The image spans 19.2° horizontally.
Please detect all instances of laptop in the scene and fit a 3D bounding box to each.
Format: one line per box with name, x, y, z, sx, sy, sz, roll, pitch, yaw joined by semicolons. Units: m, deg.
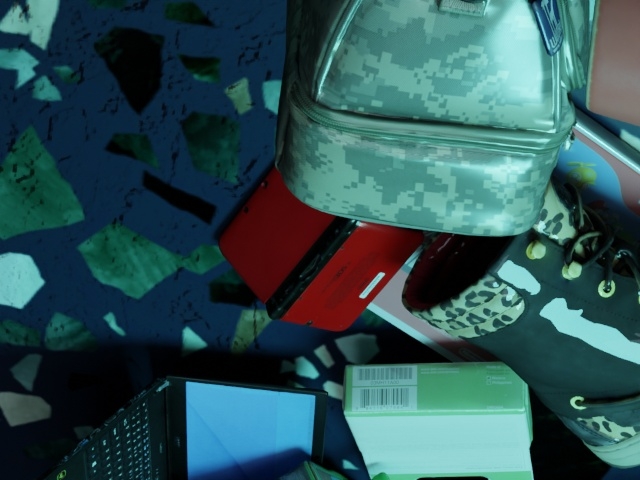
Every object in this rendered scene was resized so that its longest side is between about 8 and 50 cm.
laptop;-0.134;0.251;1.833;0.136;0.264;0.234;36;148;23

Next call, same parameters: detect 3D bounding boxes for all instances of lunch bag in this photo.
lunch bag;0.086;-0.186;1.342;0.212;0.305;0.256;7;133;-3

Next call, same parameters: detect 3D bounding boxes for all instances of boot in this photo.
boot;0.280;0.028;1.606;0.284;0.138;0.377;32;132;-23

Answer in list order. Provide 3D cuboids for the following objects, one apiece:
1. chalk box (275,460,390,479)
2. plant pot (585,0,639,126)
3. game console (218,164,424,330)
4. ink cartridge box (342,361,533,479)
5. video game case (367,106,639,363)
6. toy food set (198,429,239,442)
chalk box;-0.003;0.312;1.872;0.213;0.132;0.132;-34;147;13
plant pot;0.326;-0.175;1.382;0.243;0.275;0.275;7;132;9
game console;0.000;0.000;1.686;0.124;0.085;0.144;13;133;-32
ink cartridge box;0.121;0.184;1.838;0.171;0.056;0.235;-2;156;8
video game case;0.167;-0.001;1.689;0.204;0.025;0.285;33;126;-23
toy food set;-0.089;0.169;1.860;0.083;0.020;0.082;6;133;0
